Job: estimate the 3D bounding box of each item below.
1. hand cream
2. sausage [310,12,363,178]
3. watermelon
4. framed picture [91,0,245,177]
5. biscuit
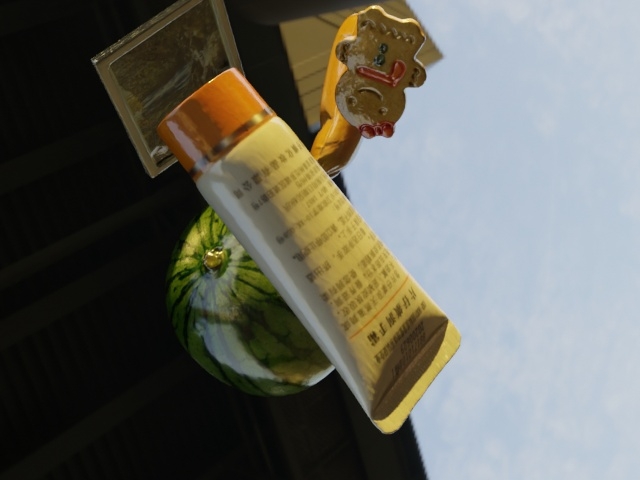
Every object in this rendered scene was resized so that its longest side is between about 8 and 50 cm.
[{"bbox_3d":[0.000,0.000,0.753,0.314,0.089,0.139,52,-132,-1],"label":"hand cream"},{"bbox_3d":[0.051,-0.264,1.760,0.116,0.134,0.354,17,-102,-11],"label":"sausage"},{"bbox_3d":[-0.091,0.060,1.332,0.189,0.330,0.331,15,-100,-70],"label":"watermelon"},{"bbox_3d":[-0.235,-0.261,1.513,0.240,0.020,0.324,-37,-26,-15],"label":"framed picture"},{"bbox_3d":[0.096,-0.282,1.553,0.036,0.165,0.226,-58,-11,-59],"label":"biscuit"}]
